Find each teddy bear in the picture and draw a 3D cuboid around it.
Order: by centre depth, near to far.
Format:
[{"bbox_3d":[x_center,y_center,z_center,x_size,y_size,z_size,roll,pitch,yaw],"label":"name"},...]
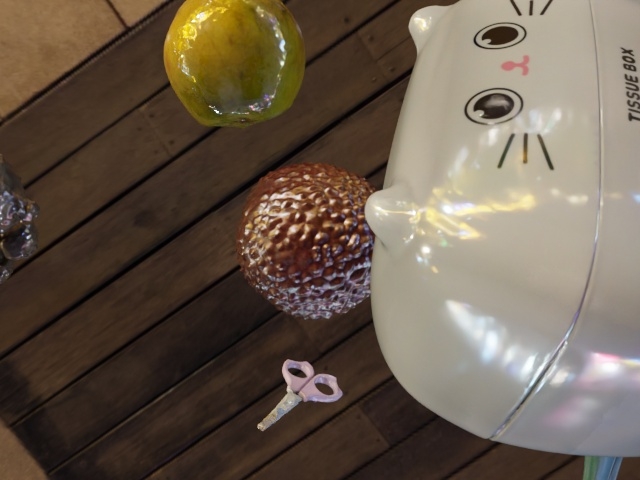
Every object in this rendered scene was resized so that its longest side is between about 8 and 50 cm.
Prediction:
[{"bbox_3d":[-0.395,-0.041,0.812,0.177,0.190,0.140,27,66,-31],"label":"teddy bear"}]

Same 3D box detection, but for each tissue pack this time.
[{"bbox_3d":[0.155,-0.031,0.527,0.236,0.333,0.229,14,139,3],"label":"tissue pack"}]

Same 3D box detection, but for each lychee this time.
[{"bbox_3d":[-0.007,-0.001,0.833,0.194,0.194,0.194,0,100,1],"label":"lychee"}]

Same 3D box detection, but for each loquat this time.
[{"bbox_3d":[-0.125,-0.293,1.076,0.213,0.213,0.246,-3,95,2],"label":"loquat"}]

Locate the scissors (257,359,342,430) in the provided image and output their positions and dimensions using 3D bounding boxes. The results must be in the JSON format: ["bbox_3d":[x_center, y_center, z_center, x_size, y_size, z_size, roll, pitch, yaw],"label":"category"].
[{"bbox_3d":[-0.042,0.245,1.137,0.110,0.212,0.021,28,111,16],"label":"scissors"}]

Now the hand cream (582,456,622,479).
[{"bbox_3d":[0.238,0.191,0.619,0.048,0.224,0.083,5,129,27],"label":"hand cream"}]
